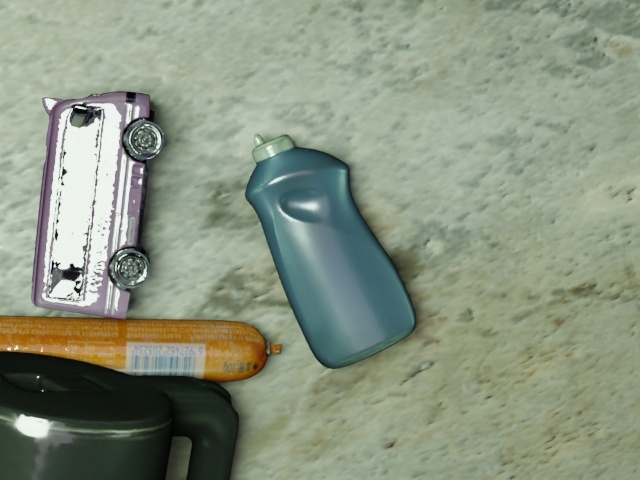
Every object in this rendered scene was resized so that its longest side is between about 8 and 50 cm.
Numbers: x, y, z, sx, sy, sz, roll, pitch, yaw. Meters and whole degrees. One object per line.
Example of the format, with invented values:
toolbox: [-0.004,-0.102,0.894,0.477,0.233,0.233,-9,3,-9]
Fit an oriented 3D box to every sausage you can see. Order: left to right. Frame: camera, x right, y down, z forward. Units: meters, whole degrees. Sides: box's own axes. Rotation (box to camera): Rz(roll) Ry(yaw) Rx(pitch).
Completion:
sausage: [-0.201,0.088,1.054,0.347,0.053,0.053,2,91,-13]

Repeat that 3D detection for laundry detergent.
laundry detergent: [0.000,0.000,1.097,0.096,0.061,0.206,-27,97,-3]

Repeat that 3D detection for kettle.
kettle: [-0.190,0.254,0.967,0.262,0.203,0.308,11,97,-16]

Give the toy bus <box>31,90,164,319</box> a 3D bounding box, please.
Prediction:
toy bus: [-0.178,-0.031,1.039,0.098,0.087,0.178,7,92,-7]
